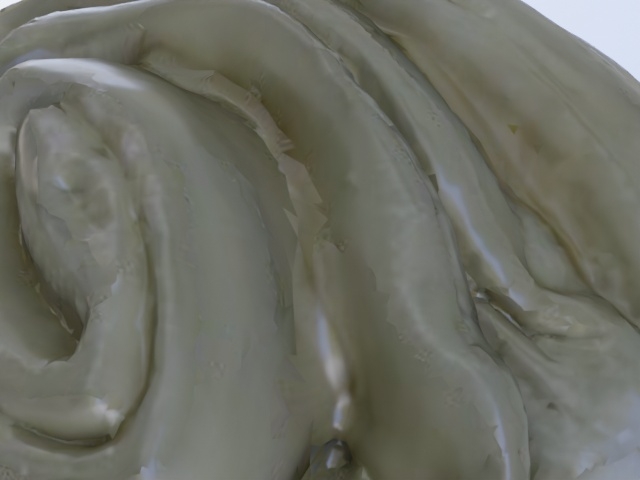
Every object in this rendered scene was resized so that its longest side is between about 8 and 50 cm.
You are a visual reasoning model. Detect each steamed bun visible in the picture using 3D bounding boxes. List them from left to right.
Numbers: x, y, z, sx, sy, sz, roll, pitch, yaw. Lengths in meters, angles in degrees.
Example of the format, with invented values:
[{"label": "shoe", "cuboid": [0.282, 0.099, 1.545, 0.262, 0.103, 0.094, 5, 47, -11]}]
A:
[{"label": "steamed bun", "cuboid": [-0.007, 0.045, 0.505, 0.219, 0.324, 0.310, 96, -4, -72]}]
